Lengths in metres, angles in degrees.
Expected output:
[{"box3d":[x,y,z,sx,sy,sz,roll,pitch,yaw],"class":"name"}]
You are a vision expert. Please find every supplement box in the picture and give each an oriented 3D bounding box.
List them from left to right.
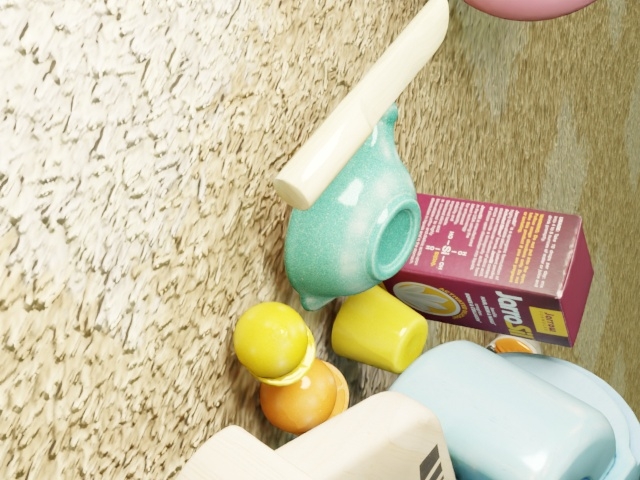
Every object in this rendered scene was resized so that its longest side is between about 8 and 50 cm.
[{"box3d":[0.137,0.023,0.903,0.081,0.188,0.104,-69,152,-23],"class":"supplement box"}]

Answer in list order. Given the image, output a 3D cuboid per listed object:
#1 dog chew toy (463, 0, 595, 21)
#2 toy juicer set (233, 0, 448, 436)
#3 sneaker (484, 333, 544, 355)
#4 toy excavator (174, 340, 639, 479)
[{"box3d":[0.174,-0.304,0.795,0.332,0.206,0.207,50,52,-80],"class":"dog chew toy"},{"box3d":[0.000,0.000,0.744,0.209,0.089,0.329,-37,140,-40],"class":"toy juicer set"},{"box3d":[0.271,0.225,1.368,0.121,0.099,0.263,-47,140,-57],"class":"sneaker"},{"box3d":[0.088,0.193,0.790,0.433,0.222,0.445,-42,140,-27],"class":"toy excavator"}]
